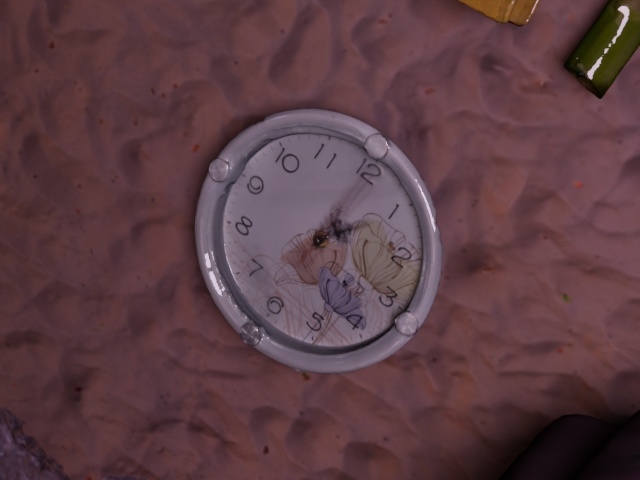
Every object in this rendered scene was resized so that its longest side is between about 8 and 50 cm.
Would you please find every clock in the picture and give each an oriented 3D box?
[{"bbox_3d":[0.000,0.000,0.968,0.236,0.053,0.236,5,102,23],"label":"clock"}]

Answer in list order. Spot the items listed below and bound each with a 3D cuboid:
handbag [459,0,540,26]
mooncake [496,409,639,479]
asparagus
[{"bbox_3d":[0.029,-0.355,0.846,0.401,0.133,0.283,28,116,14],"label":"handbag"},{"bbox_3d":[0.266,0.308,0.814,0.381,0.212,0.350,49,134,0],"label":"mooncake"},{"bbox_3d":[0.251,-0.192,0.834,0.045,0.041,0.178,32,99,-24],"label":"asparagus"}]
